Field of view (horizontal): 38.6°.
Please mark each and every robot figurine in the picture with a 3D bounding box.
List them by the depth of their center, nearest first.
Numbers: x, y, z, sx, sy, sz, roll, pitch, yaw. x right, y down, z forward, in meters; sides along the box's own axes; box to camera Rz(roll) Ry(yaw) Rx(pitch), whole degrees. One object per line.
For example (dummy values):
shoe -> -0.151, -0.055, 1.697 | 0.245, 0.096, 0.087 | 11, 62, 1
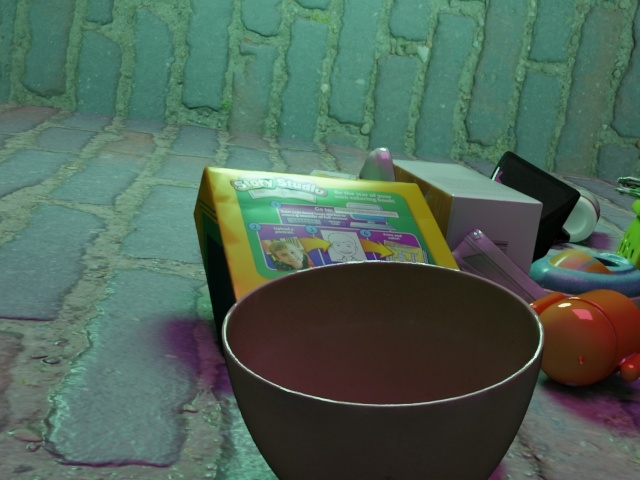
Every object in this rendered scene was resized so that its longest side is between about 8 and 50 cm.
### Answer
robot figurine -> 0.385, 0.139, 1.322 | 0.128, 0.158, 0.219 | -31, -15, 38

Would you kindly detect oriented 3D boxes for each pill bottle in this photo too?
pill bottle -> 0.664, -0.071, 2.382 | 0.121, 0.121, 0.221 | 13, 14, 18

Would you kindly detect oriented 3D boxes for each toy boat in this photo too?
toy boat -> 0.428, 0.050, 1.670 | 0.267, 0.148, 0.318 | -3, 17, -41

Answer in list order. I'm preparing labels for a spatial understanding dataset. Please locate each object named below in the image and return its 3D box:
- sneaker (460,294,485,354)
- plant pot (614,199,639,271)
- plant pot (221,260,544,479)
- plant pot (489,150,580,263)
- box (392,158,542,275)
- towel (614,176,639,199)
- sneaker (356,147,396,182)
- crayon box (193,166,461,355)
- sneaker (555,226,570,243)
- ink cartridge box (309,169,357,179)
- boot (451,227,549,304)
sneaker -> 0.126, 0.142, 1.003 | 0.132, 0.229, 0.086 | 3, 35, 14
plant pot -> 0.709, 0.030, 1.805 | 0.227, 0.207, 0.228 | 11, 14, 8
plant pot -> 0.057, 0.160, 0.849 | 0.284, 0.191, 0.284 | -2, 22, 1
plant pot -> 0.411, -0.047, 1.952 | 0.187, 0.188, 0.167 | 33, 38, 15
box -> 0.231, -0.010, 1.657 | 0.168, 0.215, 0.345 | 4, 13, -16
towel -> 0.761, -0.071, 1.732 | 0.247, 0.038, 0.324 | -3, 18, -41
sneaker -> 0.057, -0.039, 1.611 | 0.123, 0.290, 0.106 | -1, 44, -13
crayon box -> 0.013, 0.030, 1.365 | 0.362, 0.106, 0.313 | 4, 38, -19
sneaker -> 0.535, -0.021, 2.219 | 0.178, 0.072, 0.077 | -5, 28, -27
ink cartridge box -> -0.032, -0.114, 2.195 | 0.255, 0.097, 0.189 | 10, 13, 4
boot -> 0.297, 0.104, 1.480 | 0.258, 0.123, 0.095 | 41, 8, -11
